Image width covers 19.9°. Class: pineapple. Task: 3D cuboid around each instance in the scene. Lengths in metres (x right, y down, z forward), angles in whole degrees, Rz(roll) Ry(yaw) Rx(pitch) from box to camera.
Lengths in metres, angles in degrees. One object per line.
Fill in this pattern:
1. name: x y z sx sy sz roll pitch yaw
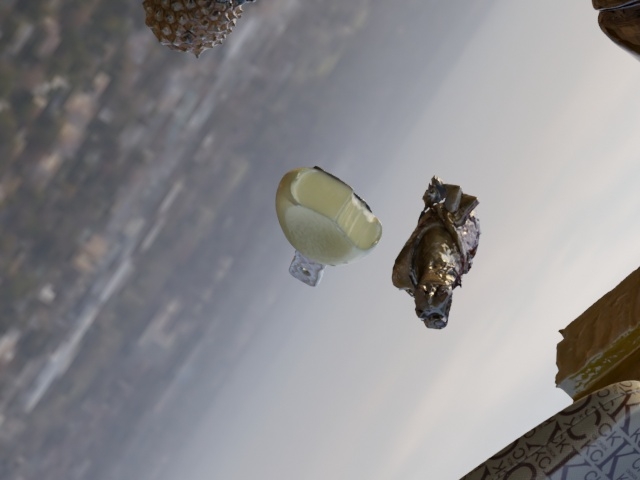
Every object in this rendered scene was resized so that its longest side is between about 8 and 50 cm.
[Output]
1. pineapple: -0.104 -0.297 1.983 0.277 0.119 0.130 -43 -148 57

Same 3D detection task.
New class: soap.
1. soap: 0.447 0.142 2.363 0.281 0.143 0.259 -43 -157 29

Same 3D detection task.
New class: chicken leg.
1. chicken leg: 0.120 0.023 1.904 0.125 0.080 0.196 107 2 -49

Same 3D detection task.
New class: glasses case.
1. glasses case: 0.201 0.265 1.777 0.355 0.137 0.085 -36 -137 8

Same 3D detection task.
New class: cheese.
1. cheese: 0.000 0.000 2.072 0.050 0.127 0.255 -60 175 -22

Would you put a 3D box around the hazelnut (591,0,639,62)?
1. hazelnut: 0.363 -0.271 1.744 0.181 0.212 0.181 -39 -162 -34
